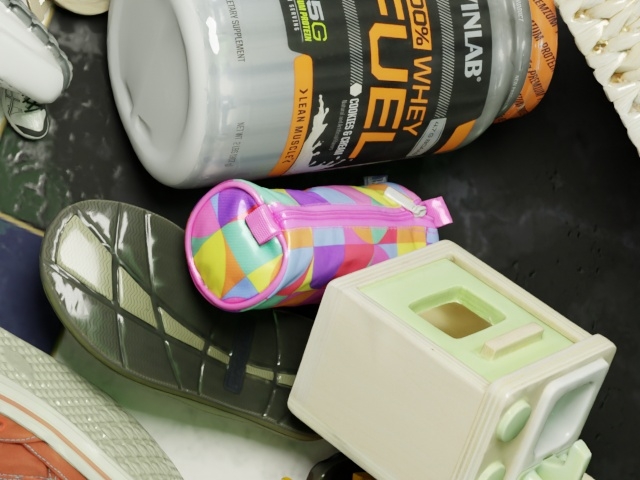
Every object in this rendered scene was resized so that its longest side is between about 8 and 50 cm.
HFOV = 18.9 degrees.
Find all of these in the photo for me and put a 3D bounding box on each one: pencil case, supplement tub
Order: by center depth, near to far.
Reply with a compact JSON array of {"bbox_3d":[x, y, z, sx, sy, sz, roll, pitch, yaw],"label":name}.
[{"bbox_3d":[0.000,0.000,1.466,0.236,0.104,0.104,-6,87,-56],"label":"pencil case"},{"bbox_3d":[0.012,-0.151,1.483,0.316,0.193,0.194,-10,89,-27],"label":"supplement tub"}]

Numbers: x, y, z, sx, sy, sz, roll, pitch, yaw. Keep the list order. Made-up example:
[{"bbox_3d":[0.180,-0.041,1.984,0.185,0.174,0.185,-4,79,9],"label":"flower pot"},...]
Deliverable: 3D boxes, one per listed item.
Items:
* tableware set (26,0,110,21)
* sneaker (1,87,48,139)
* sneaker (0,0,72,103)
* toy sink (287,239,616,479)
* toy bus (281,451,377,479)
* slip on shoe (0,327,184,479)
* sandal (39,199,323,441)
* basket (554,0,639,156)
[{"bbox_3d":[-0.205,-0.266,1.477,0.128,0.039,0.194,-22,100,-38],"label":"tableware set"},{"bbox_3d":[-0.224,-0.117,1.452,0.032,0.037,0.083,-20,95,-28],"label":"sneaker"},{"bbox_3d":[-0.321,-0.166,1.380,0.297,0.111,0.129,26,94,-9],"label":"sneaker"},{"bbox_3d":[0.121,0.117,1.427,0.153,0.234,0.131,-18,135,-47],"label":"toy sink"},{"bbox_3d":[0.083,0.280,1.510,0.220,0.149,0.211,-1,98,-29],"label":"toy bus"},{"bbox_3d":[-0.213,0.149,1.401,0.331,0.123,0.101,36,103,-24],"label":"slip on shoe"},{"bbox_3d":[-0.100,0.076,1.472,0.303,0.086,0.120,35,65,-34],"label":"sandal"},{"bbox_3d":[0.398,-0.179,1.548,0.266,0.331,0.328,57,22,-3],"label":"basket"}]
